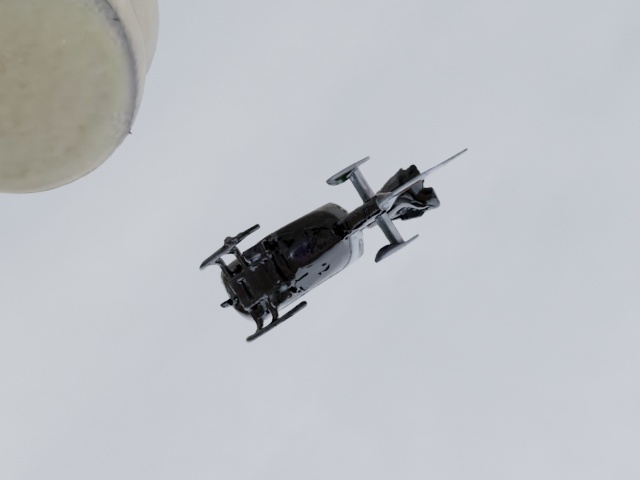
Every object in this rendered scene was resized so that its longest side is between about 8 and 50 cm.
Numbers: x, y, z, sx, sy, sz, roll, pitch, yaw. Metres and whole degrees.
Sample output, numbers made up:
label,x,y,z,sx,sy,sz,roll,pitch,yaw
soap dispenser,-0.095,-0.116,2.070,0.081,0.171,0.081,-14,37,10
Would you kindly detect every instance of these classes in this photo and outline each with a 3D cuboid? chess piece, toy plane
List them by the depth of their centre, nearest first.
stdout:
label,x,y,z,sx,sy,sz,roll,pitch,yaw
chess piece,-0.081,-0.101,0.628,0.094,0.094,0.170,-39,-159,35
toy plane,0.000,0.000,0.997,0.078,0.053,0.197,-31,177,-36
